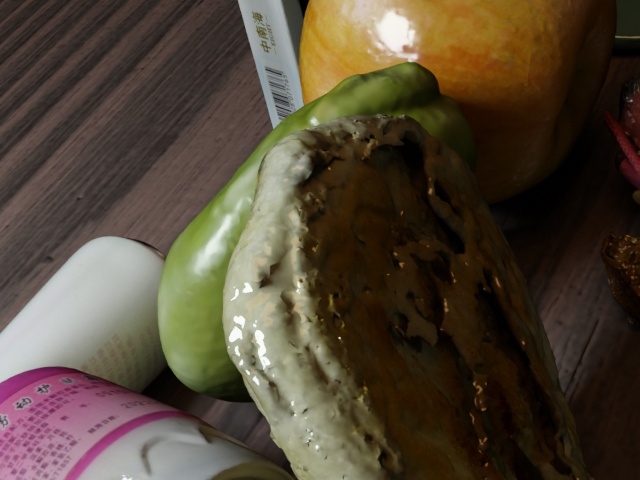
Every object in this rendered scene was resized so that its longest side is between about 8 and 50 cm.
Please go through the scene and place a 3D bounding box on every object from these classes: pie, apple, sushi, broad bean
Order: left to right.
[{"bbox_3d":[0.001,0.000,0.998,0.119,0.238,0.291,43,96,27],"label":"broad bean"},{"bbox_3d":[0.073,0.070,0.826,0.077,0.339,0.339,-27,28,30],"label":"pie"},{"bbox_3d":[0.120,-0.165,1.154,0.233,0.286,0.286,28,52,23],"label":"apple"},{"bbox_3d":[0.251,0.030,1.017,0.061,0.060,0.118,-31,38,-27],"label":"sushi"}]

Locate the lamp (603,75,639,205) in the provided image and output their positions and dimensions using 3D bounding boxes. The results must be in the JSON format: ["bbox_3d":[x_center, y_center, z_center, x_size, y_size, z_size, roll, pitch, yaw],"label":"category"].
[{"bbox_3d":[0.308,-0.042,1.048,0.118,0.118,0.253,-15,34,2],"label":"lamp"}]

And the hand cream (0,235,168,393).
[{"bbox_3d":[-0.227,0.134,0.998,0.118,0.185,0.358,31,45,10],"label":"hand cream"}]

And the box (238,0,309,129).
[{"bbox_3d":[0.000,-0.230,1.315,0.067,0.243,0.155,21,48,38],"label":"box"}]

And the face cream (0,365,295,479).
[{"bbox_3d":[-0.129,0.186,0.860,0.195,0.175,0.175,15,46,38],"label":"face cream"}]

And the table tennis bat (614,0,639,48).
[{"bbox_3d":[0.288,-0.230,1.380,0.237,0.038,0.149,-10,37,2],"label":"table tennis bat"}]
